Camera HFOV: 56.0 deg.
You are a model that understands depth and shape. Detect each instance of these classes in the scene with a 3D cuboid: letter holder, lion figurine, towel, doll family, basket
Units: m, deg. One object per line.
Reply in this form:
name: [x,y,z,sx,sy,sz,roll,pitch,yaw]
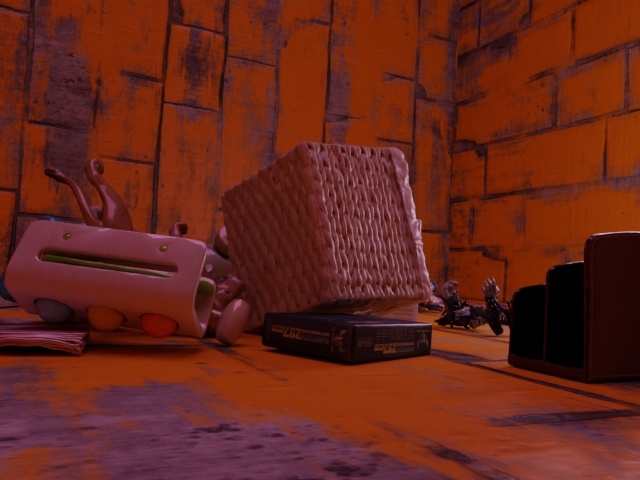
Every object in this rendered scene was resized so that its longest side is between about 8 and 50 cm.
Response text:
letter holder: [0.463,0.097,0.943,0.301,0.215,0.152,4,-3,-26]
lion figurine: [-0.319,0.026,1.088,0.392,0.142,0.240,32,21,-38]
towel: [-0.412,0.141,0.872,0.144,0.029,0.197,5,-6,-18]
doll family: [0.379,0.229,2.303,0.163,0.119,0.263,10,14,-10]
basket: [0.000,0.000,1.227,0.266,0.332,0.328,3,-19,-41]

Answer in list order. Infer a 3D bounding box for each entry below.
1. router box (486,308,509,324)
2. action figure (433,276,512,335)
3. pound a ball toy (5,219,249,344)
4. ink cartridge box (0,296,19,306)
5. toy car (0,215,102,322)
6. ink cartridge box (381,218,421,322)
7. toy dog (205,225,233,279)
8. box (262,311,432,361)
router box: [0.616,0.236,1.837,0.133,0.046,0.178,5,-4,-35]
action figure: [0.395,0.164,1.546,0.163,0.141,0.275,-8,3,-20]
pound a ball toy: [-0.282,0.096,0.927,0.318,0.136,0.208,8,-33,3]
ink cartridge box: [-0.860,0.135,1.452,0.208,0.045,0.206,4,-3,5]
toy car: [-0.438,0.100,1.153,0.238,0.210,0.219,35,2,35]
ink cartridge box: [0.144,0.079,1.542,0.201,0.279,0.117,3,-3,-7]
toy dog: [-0.297,0.101,1.497,0.333,0.161,0.220,-35,-18,-32]
box: [0.048,0.155,0.991,0.183,0.059,0.232,0,-5,39]
